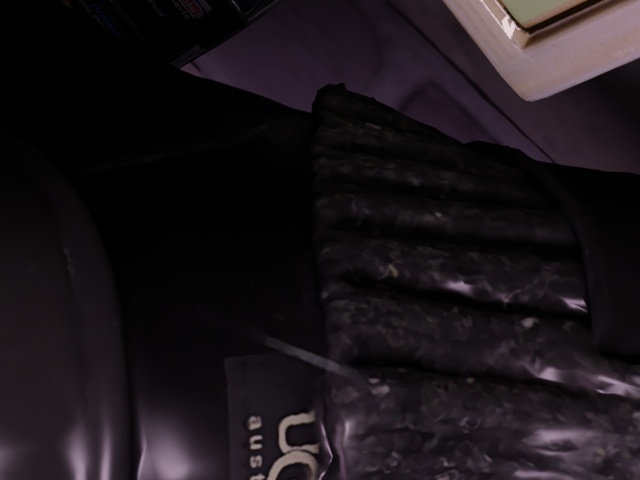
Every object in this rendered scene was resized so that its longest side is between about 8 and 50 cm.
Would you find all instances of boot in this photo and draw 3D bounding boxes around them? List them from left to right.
[{"bbox_3d":[0.000,0.004,0.501,0.348,0.260,0.131,-133,44,-60],"label":"boot"}]

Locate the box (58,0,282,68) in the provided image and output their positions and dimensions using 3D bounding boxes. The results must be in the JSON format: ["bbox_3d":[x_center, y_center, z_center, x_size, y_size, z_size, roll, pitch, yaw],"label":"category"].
[{"bbox_3d":[-0.113,-0.145,0.605,0.220,0.051,0.175,51,151,-10],"label":"box"}]

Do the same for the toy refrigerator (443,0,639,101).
[{"bbox_3d":[0.102,-0.115,0.314,0.102,0.094,0.269,51,152,-11],"label":"toy refrigerator"}]
